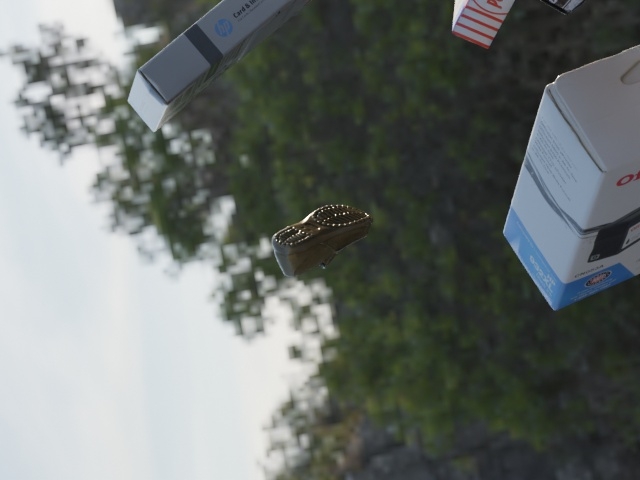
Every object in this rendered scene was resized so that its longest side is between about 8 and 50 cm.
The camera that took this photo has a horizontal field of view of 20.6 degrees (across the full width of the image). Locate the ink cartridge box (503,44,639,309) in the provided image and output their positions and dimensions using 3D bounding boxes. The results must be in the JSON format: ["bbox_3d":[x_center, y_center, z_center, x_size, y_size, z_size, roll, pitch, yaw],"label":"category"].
[{"bbox_3d":[0.349,-0.079,1.973,0.129,0.223,0.307,61,163,25],"label":"ink cartridge box"}]

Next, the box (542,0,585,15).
[{"bbox_3d":[0.109,-0.356,1.495,0.307,0.076,0.242,21,-135,-35],"label":"box"}]

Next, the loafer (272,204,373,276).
[{"bbox_3d":[0.000,0.000,1.996,0.056,0.148,0.050,30,126,38],"label":"loafer"}]

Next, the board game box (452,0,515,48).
[{"bbox_3d":[0.189,-0.309,1.799,0.193,0.045,0.147,-79,14,-52],"label":"board game box"}]

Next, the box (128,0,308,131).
[{"bbox_3d":[-0.067,-0.166,1.380,0.038,0.186,0.145,51,171,-3],"label":"box"}]
